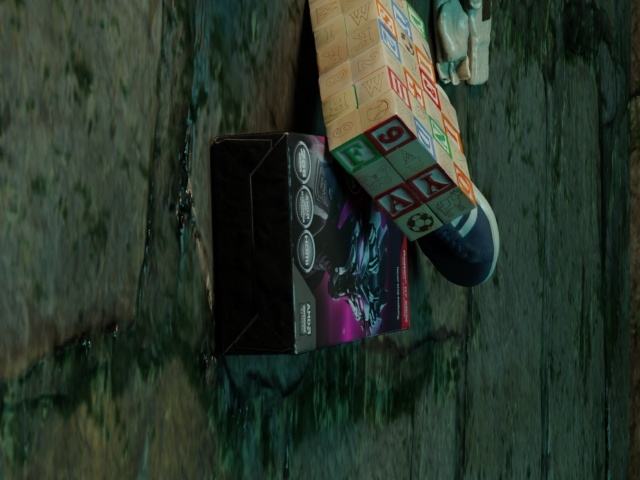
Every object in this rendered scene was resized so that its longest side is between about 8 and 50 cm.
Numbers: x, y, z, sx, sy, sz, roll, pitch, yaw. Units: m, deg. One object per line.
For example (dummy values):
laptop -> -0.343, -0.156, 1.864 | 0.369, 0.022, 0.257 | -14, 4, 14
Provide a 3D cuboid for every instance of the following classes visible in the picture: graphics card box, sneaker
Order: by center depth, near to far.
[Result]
graphics card box -> 0.000, 0.000, 1.757 | 0.371, 0.094, 0.233 | -1, 90, -67
sneaker -> 0.132, -0.041, 2.059 | 0.148, 0.131, 0.350 | -62, 139, -38

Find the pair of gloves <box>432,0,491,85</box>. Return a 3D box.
pair of gloves -> 0.219, -0.336, 2.374 | 0.240, 0.042, 0.204 | -10, 99, -67

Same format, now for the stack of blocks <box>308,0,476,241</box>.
stack of blocks -> 0.078, -0.166, 1.784 | 0.171, 0.087, 0.297 | 45, 26, -38
